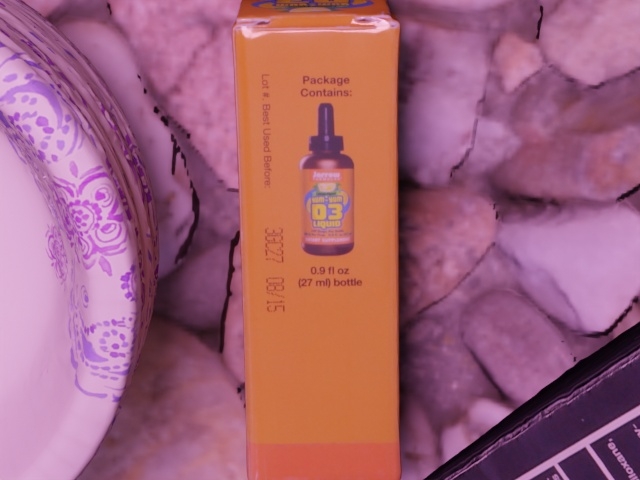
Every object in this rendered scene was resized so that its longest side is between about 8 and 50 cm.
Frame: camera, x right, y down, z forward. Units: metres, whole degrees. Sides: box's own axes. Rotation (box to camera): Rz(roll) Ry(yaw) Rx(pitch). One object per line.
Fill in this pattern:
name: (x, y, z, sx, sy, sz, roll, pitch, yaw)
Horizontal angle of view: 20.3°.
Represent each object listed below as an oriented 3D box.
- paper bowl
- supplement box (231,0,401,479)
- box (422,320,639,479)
paper bowl: (-0.217, 0.003, 0.832, 0.284, 0.148, 0.284, 0, 108, 1)
supplement box: (0.000, 0.000, 0.863, 0.078, 0.080, 0.233, 0, 109, 1)
box: (0.212, 0.157, 0.741, 0.183, 0.294, 0.296, -32, 83, -32)
